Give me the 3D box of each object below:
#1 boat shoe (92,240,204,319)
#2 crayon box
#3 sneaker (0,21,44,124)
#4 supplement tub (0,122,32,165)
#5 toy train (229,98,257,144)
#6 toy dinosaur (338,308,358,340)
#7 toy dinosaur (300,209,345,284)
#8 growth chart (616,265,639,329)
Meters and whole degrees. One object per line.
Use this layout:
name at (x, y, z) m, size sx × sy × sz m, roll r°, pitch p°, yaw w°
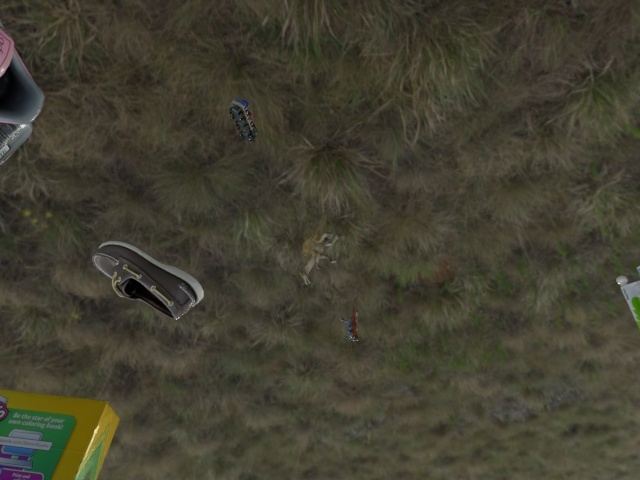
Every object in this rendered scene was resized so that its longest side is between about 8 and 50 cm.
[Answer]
boat shoe at (-0.443, 0.097, 1.179) m, size 0.325 × 0.096 × 0.116 m, roll 21°, pitch 136°, yaw 18°
crayon box at (-0.606, 0.435, 0.872) m, size 0.363 × 0.313 × 0.106 m, roll 6°, pitch 137°, yaw 3°
sneaker at (-0.271, -0.168, 0.303) m, size 0.131 × 0.112 × 0.319 m, roll 28°, pitch 170°, yaw -9°
supplement tub at (-0.519, -0.130, 0.681) m, size 0.117 × 0.190 × 0.117 m, roll 25°, pitch 156°, yaw 12°
toy train at (-0.135, -0.215, 0.870) m, size 0.027 × 0.036 × 0.158 m, roll 30°, pitch 174°, yaw 4°
toy dinosaur at (0.090, 0.218, 1.254) m, size 0.047 × 0.082 × 0.090 m, roll 28°, pitch 163°, yaw -34°
toy dinosaur at (0.000, 0.000, 1.014) m, size 0.093 × 0.183 × 0.053 m, roll -2°, pitch 152°, yaw 42°
growth chart at (0.542, 0.045, 0.689) m, size 0.021 × 0.171 × 0.237 m, roll 18°, pitch 133°, yaw -22°
